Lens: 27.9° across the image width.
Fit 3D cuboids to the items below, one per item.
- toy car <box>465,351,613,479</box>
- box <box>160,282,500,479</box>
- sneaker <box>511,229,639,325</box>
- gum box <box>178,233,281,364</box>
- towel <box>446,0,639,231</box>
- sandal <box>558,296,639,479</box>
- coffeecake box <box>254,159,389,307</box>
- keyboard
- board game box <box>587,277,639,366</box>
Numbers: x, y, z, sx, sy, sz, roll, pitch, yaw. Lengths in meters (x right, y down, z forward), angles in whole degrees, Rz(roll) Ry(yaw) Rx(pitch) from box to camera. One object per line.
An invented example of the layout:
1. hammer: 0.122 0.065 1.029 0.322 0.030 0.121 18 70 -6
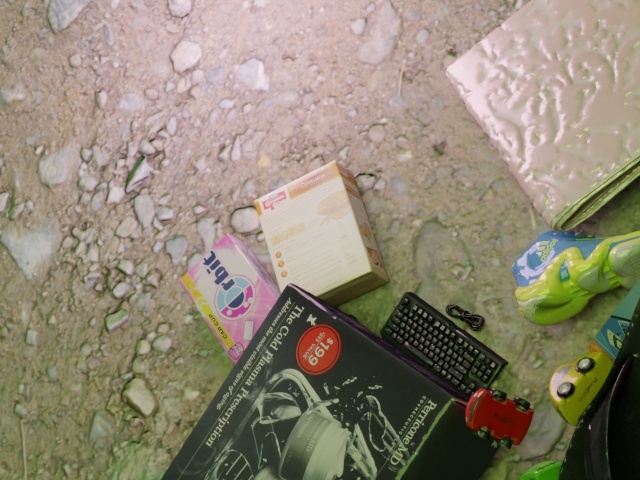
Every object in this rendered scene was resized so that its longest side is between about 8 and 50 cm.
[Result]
1. toy car: 0.270 0.262 1.610 0.053 0.239 0.225 18 117 55
2. box: 0.011 0.288 1.692 0.312 0.179 0.343 33 90 37
3. sneaker: 0.355 0.014 1.675 0.240 0.091 0.126 -22 44 0
4. gum box: -0.119 0.089 1.906 0.107 0.062 0.188 -43 60 9
5. towel: 0.364 -0.216 1.740 0.317 0.053 0.332 -38 50 12
6. sandal: 0.386 0.220 1.524 0.167 0.107 0.446 17 99 16
7. coffeecake box: 0.000 0.000 1.871 0.142 0.068 0.186 -26 64 18
8. keyboard: 0.173 0.136 1.767 0.180 0.023 0.108 36 92 30
9. board game box: 0.468 0.173 1.576 0.281 0.027 0.145 47 117 30
